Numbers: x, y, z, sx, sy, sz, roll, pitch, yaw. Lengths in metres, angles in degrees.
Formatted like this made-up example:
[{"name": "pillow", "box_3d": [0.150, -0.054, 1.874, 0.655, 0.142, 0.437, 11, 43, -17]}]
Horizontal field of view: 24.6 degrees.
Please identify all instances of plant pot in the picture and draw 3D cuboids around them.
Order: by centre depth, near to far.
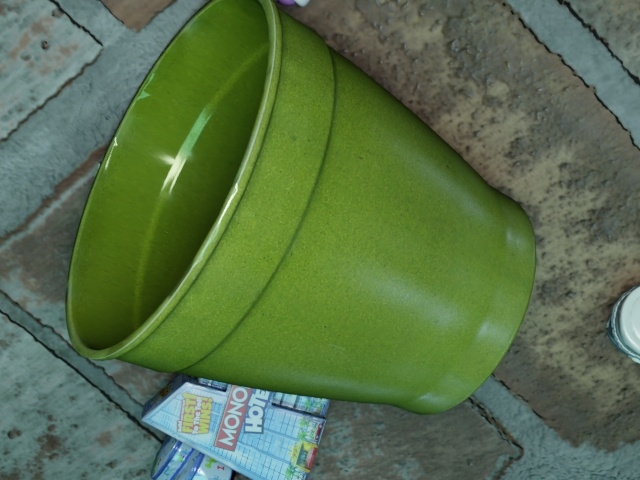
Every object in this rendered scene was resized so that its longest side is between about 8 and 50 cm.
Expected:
[{"name": "plant pot", "box_3d": [0.000, 0.000, 1.395, 0.353, 0.366, 0.366, 25, 122, -26]}]

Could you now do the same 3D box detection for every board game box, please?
[{"name": "board game box", "box_3d": [-0.089, 0.168, 1.606, 0.194, 0.060, 0.194, 15, 97, -7]}]

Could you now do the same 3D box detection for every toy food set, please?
[{"name": "toy food set", "box_3d": [-0.168, -0.065, 1.531, 0.122, 0.019, 0.078, 35, 118, -9]}]

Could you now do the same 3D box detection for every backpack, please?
[{"name": "backpack", "box_3d": [-0.144, 0.257, 1.677, 0.084, 0.114, 0.105, 28, 121, -14]}]

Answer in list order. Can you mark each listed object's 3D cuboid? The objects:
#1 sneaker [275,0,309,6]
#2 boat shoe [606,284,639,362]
[{"name": "sneaker", "box_3d": [-0.061, -0.364, 1.299, 0.152, 0.114, 0.305, -37, 113, -2]}, {"name": "boat shoe", "box_3d": [0.461, 0.100, 1.567, 0.320, 0.116, 0.099, 5, 166, -7]}]
